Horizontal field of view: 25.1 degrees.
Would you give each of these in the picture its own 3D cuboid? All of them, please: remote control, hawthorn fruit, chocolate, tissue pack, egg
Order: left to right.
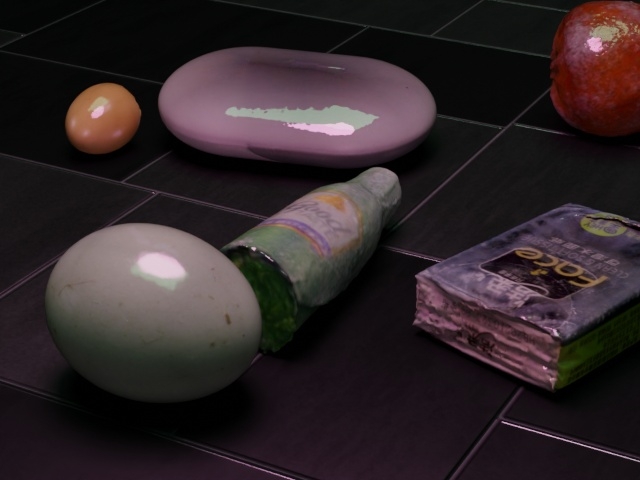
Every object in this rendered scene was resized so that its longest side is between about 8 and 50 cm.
[{"bbox_3d":[-0.260,-0.141,1.691,0.080,0.080,0.096,22,40,36],"label":"egg"},{"bbox_3d":[-0.141,0.062,1.214,0.192,0.149,0.149,19,32,18],"label":"egg"},{"bbox_3d":[-0.028,-0.159,1.697,0.332,0.103,0.221,6,34,13],"label":"remote control"},{"bbox_3d":[0.000,0.000,1.397,0.110,0.110,0.291,13,27,24],"label":"chocolate"},{"bbox_3d":[0.225,0.044,1.330,0.236,0.073,0.173,-23,34,-38],"label":"tissue pack"},{"bbox_3d":[0.358,-0.205,1.721,0.173,0.172,0.173,0,27,0],"label":"hawthorn fruit"}]
